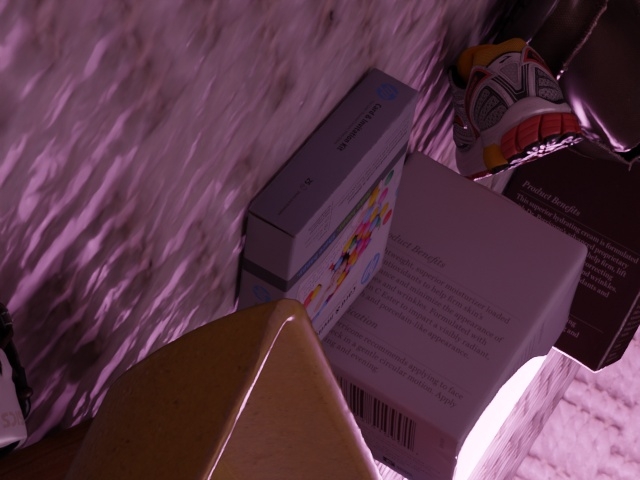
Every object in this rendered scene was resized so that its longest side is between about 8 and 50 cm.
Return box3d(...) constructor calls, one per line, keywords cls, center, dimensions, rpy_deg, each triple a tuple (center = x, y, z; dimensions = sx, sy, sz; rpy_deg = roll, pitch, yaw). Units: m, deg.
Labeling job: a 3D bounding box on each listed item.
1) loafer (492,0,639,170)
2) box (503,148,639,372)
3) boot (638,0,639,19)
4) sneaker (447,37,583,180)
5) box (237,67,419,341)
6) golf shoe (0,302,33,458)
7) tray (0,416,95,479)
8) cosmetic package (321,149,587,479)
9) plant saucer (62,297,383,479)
box3d(cls="loafer", center=(0.231, -0.149, 1.382), dimensions=(0.134, 0.130, 0.366), rpy_deg=(-60, 165, -1))
box3d(cls="box", center=(0.266, 0.003, 1.707), dimensions=(0.203, 0.168, 0.167), rpy_deg=(-62, 164, 8))
box3d(cls="boot", center=(0.346, -0.204, 1.779), dimensions=(0.152, 0.073, 0.197), rpy_deg=(-46, 148, -45))
box3d(cls="sneaker", center=(0.138, -0.101, 1.248), dimensions=(0.088, 0.092, 0.225), rpy_deg=(-21, 179, -5))
box3d(cls="box", center=(0.000, 0.000, 1.094), dimensions=(0.145, 0.038, 0.186), rpy_deg=(-49, 163, -34))
box3d(cls="golf shoe", center=(-0.132, 0.030, 0.591), dimensions=(0.077, 0.094, 0.198), rpy_deg=(-8, 116, -70))
box3d(cls="tray", center=(-0.154, 0.213, 0.860), dimensions=(0.411, 0.076, 0.203), rpy_deg=(-16, 124, -68))
box3d(cls="cosmetic package", center=(0.085, 0.066, 1.269), dimensions=(0.183, 0.151, 0.151), rpy_deg=(-53, 164, -20))
box3d(cls="plant saucer", center=(-0.086, 0.215, 0.814), dimensions=(0.333, 0.081, 0.332), rpy_deg=(69, 43, -64))
